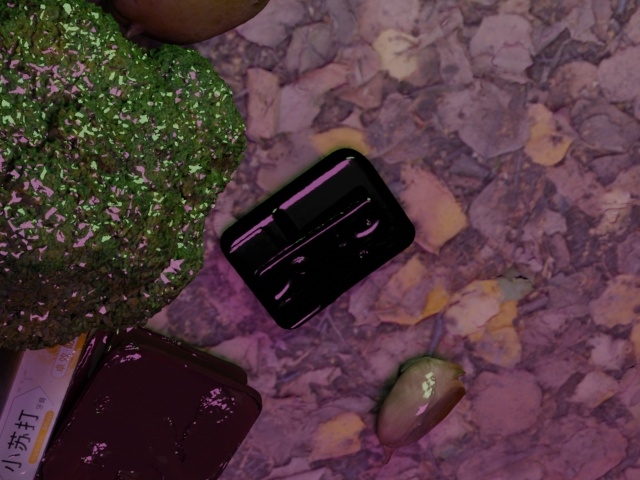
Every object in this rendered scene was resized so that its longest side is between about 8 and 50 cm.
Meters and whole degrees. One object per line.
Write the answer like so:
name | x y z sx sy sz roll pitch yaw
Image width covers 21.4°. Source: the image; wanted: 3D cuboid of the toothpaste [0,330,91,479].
toothpaste | -0.327 0.187 1.805 0.071 0.089 0.313 13 110 -29

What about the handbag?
handbag | -0.195 0.208 1.869 0.203 0.074 0.216 23 108 -27

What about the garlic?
garlic | 0.110 0.199 1.970 0.152 0.066 0.084 -47 122 5

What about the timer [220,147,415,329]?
timer | 0.000 0.000 1.842 0.187 0.055 0.144 -36 120 0

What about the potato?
potato | -0.112 -0.290 1.607 0.174 0.159 0.251 35 92 -3

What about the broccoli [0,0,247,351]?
broccoli | -0.266 -0.059 1.573 0.413 0.310 0.321 -7 87 -16
